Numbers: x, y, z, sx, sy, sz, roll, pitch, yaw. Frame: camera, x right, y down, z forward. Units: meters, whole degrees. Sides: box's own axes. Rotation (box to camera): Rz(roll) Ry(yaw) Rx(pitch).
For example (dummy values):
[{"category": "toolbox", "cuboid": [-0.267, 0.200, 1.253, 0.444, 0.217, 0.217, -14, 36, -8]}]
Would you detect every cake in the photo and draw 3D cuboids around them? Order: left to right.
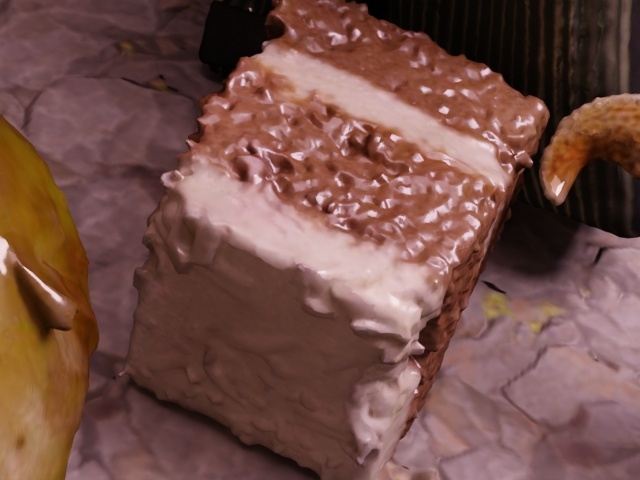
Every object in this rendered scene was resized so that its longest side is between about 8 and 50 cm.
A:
[{"category": "cake", "cuboid": [0.000, 0.000, 0.781, 0.134, 0.135, 0.147, 28, 50, 11]}]

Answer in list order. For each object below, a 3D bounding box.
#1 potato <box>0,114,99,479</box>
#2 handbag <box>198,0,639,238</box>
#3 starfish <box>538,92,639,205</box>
[{"category": "potato", "cuboid": [-0.210, 0.014, 0.592, 0.300, 0.196, 0.246, 22, 7, 5]}, {"category": "handbag", "cuboid": [0.067, -0.189, 0.864, 0.240, 0.340, 0.247, 12, 46, 23]}, {"category": "starfish", "cuboid": [0.224, 0.057, 0.754, 0.375, 0.094, 0.327, -36, 85, -32]}]
